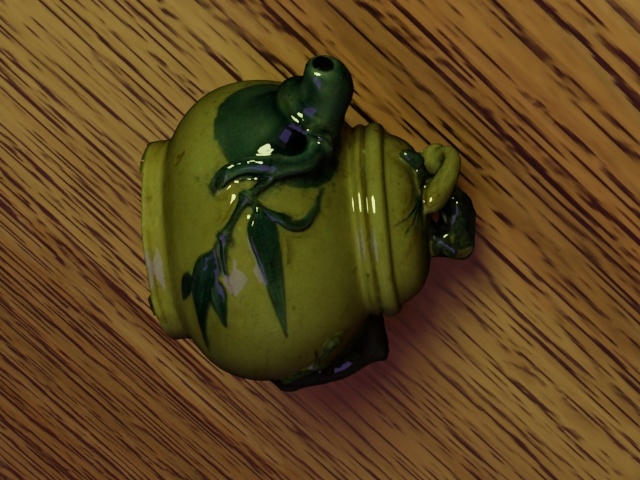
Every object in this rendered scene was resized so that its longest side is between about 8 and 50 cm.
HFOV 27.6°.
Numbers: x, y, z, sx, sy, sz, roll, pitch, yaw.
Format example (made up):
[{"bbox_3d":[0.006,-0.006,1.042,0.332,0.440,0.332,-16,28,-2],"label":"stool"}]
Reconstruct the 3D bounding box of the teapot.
[{"bbox_3d":[0.000,0.000,0.762,0.182,0.173,0.269,-6,137,7],"label":"teapot"}]
